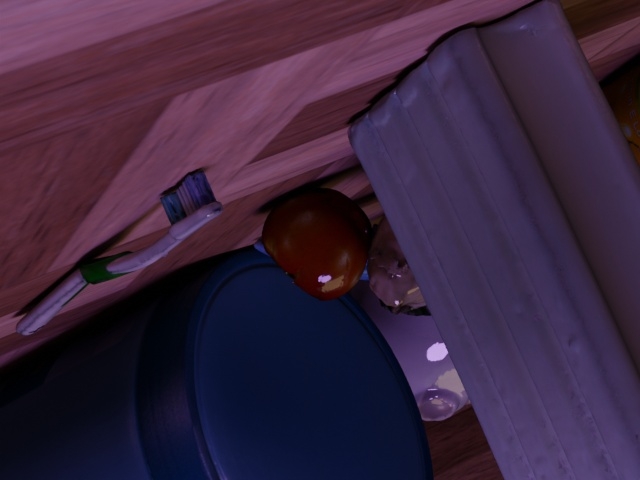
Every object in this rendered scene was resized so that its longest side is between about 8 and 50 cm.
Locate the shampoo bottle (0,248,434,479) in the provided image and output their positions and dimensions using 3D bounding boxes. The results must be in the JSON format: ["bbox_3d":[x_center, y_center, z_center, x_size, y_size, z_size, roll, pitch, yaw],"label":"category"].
[{"bbox_3d":[-0.128,0.223,1.339,0.343,0.331,0.331,-28,174,32],"label":"shampoo bottle"}]

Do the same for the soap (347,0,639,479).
[{"bbox_3d":[0.126,0.018,0.828,0.088,0.265,0.160,-22,174,-25],"label":"soap"}]

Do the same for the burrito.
[{"bbox_3d":[0.113,-0.026,1.129,0.175,0.107,0.348,-43,174,14],"label":"burrito"}]

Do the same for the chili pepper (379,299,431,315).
[{"bbox_3d":[0.180,-0.006,1.529,0.265,0.148,0.116,-19,174,-14],"label":"chili pepper"}]

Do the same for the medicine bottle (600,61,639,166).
[{"bbox_3d":[0.307,-0.107,1.199,0.124,0.124,0.239,-23,171,-21],"label":"medicine bottle"}]

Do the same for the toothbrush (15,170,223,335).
[{"bbox_3d":[-0.138,0.021,0.935,0.030,0.030,0.304,-21,174,-35],"label":"toothbrush"}]

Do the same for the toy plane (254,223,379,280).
[{"bbox_3d":[0.061,0.012,1.291,0.246,0.078,0.169,13,151,-14],"label":"toy plane"}]

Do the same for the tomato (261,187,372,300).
[{"bbox_3d":[0.000,0.000,1.085,0.075,0.087,0.087,-47,175,-2],"label":"tomato"}]

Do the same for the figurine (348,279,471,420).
[{"bbox_3d":[0.088,0.104,1.687,0.361,0.253,0.211,-15,155,-21],"label":"figurine"}]
